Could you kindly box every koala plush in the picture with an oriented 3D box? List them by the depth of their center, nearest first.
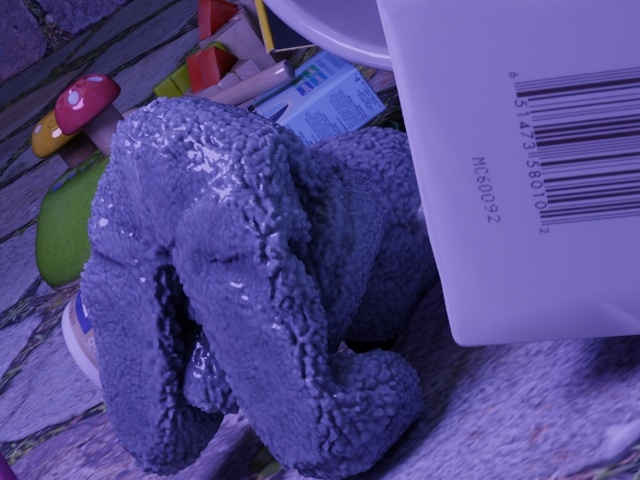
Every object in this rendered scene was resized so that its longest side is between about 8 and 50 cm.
[{"bbox_3d":[0.000,0.000,0.981,0.196,0.203,0.221,-4,14,46],"label":"koala plush"}]

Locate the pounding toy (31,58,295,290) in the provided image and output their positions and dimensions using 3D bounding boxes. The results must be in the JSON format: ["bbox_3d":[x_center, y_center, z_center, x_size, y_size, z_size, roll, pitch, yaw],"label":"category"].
[{"bbox_3d":[-0.145,-0.077,1.295,0.183,0.110,0.237,-29,17,33],"label":"pounding toy"}]

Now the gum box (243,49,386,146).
[{"bbox_3d":[-0.046,-0.069,1.343,0.184,0.041,0.157,-36,14,1],"label":"gum box"}]

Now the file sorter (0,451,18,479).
[{"bbox_3d":[-0.304,0.193,0.913,0.202,0.182,0.290,12,48,45],"label":"file sorter"}]

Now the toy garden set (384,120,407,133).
[{"bbox_3d":[-0.029,-0.007,1.279,0.244,0.049,0.204,-43,17,-27],"label":"toy garden set"}]

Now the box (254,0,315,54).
[{"bbox_3d":[0.082,-0.290,1.339,0.322,0.257,0.079,-5,15,30],"label":"box"}]

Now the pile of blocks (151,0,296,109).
[{"bbox_3d":[-0.114,-0.185,1.878,0.149,0.112,0.362,-32,15,13],"label":"pile of blocks"}]

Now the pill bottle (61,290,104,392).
[{"bbox_3d":[-0.080,0.025,1.151,0.169,0.094,0.094,-43,12,21],"label":"pill bottle"}]

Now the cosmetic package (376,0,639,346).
[{"bbox_3d":[0.154,-0.122,0.902,0.155,0.197,0.365,-6,25,18],"label":"cosmetic package"}]

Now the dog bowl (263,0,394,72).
[{"bbox_3d":[0.070,-0.275,1.245,0.349,0.349,0.102,-25,6,34],"label":"dog bowl"}]
